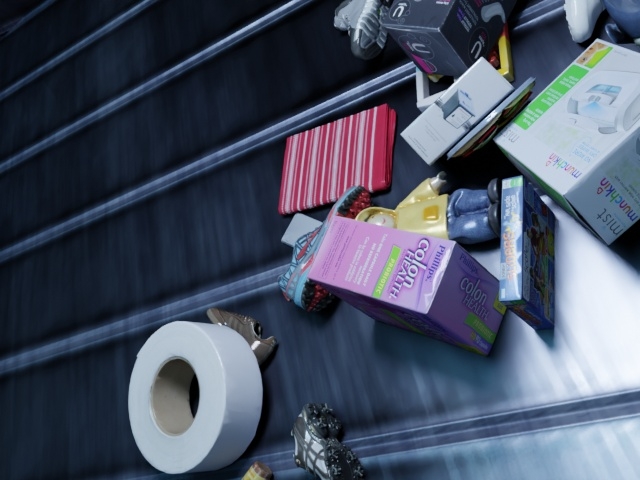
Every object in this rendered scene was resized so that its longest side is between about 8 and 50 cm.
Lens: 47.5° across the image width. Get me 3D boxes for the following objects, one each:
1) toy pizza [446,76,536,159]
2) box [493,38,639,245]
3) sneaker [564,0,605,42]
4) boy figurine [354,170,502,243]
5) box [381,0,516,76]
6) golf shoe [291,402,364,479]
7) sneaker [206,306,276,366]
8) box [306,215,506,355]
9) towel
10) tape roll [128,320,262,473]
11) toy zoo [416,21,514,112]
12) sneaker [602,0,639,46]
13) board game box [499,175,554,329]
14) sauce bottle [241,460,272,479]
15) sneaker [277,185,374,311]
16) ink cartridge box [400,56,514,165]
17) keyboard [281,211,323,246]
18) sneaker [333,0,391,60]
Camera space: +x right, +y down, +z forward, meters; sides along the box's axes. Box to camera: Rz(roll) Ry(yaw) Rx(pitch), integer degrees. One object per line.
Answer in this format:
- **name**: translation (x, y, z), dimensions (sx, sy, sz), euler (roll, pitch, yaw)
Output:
- **toy pizza**: translation (0.298, -0.203, 1.252), dimensions (0.201, 0.201, 0.032), euler (-43, 88, 12)
- **box**: translation (0.422, -0.153, 1.087), dimensions (0.231, 0.127, 0.262), euler (-43, 25, 12)
- **sneaker**: translation (0.487, -0.459, 1.289), dimensions (0.095, 0.090, 0.235), euler (4, 72, 25)
- **boy figurine**: translation (0.192, -0.041, 1.286), dimensions (0.285, 0.092, 0.177), euler (-6, 63, 32)
- **box**: translation (0.262, -0.465, 1.366), dimensions (0.143, 0.165, 0.270), euler (21, 80, 43)
- **golf shoe**: translation (0.007, 0.374, 1.229), dimensions (0.094, 0.077, 0.198), euler (-51, 40, 24)
- **sneaker**: translation (-0.157, 0.183, 1.474), dimensions (0.071, 0.066, 0.188), euler (-43, 50, -11)
- **box**: translation (0.144, 0.072, 1.176), dimensions (0.243, 0.213, 0.117), euler (13, 75, 42)
- **towel**: translation (0.032, -0.165, 1.524), dimensions (0.275, 0.031, 0.199), euler (-13, 60, 34)
- **tape roll**: translation (-0.245, 0.298, 1.400), dimensions (0.286, 0.100, 0.286), euler (-9, 76, 39)
- **toy zoo**: translation (0.278, -0.369, 1.438), dimensions (0.192, 0.030, 0.293), euler (-17, 57, 31)
- **sneaker**: translation (0.538, -0.403, 1.169), dimensions (0.130, 0.236, 0.323), euler (-34, 15, 40)
- **board game box**: translation (0.319, 0.020, 1.118), dimensions (0.035, 0.136, 0.201), euler (-10, 60, 35)
- **sauce bottle**: translation (-0.138, 0.459, 1.309), dimensions (0.128, 0.042, 0.042), euler (-54, 46, 0)
- **sneaker**: translation (0.000, 0.000, 1.392), dimensions (0.125, 0.104, 0.262), euler (20, 75, 45)
- **ink cartridge box**: translation (0.245, -0.229, 1.294), dimensions (0.082, 0.139, 0.191), euler (46, 108, 2)
- **keyboard**: translation (0.018, 0.008, 1.455), dimensions (0.256, 0.014, 0.072), euler (24, 78, 43)
- **sneaker**: translation (0.080, -0.476, 1.631), dimensions (0.132, 0.086, 0.228), euler (-11, 50, 40)
